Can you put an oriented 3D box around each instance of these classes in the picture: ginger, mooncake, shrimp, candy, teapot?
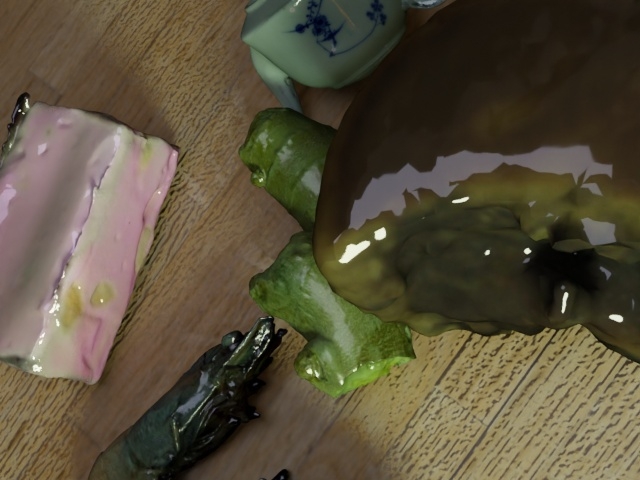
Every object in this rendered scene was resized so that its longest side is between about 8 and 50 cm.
[{"bbox_3d":[0.002,0.003,1.211,0.137,0.089,0.290,-10,67,8],"label":"ginger"},{"bbox_3d":[0.225,-0.007,1.014,0.393,0.246,0.394,-39,62,13],"label":"mooncake"},{"bbox_3d":[-0.104,0.208,1.226,0.289,0.075,0.178,-44,67,8],"label":"shrimp"},{"bbox_3d":[-0.259,0.000,1.345,0.155,0.116,0.265,15,81,30],"label":"candy"},{"bbox_3d":[0.023,-0.204,1.257,0.232,0.159,0.159,-37,60,27],"label":"teapot"}]
